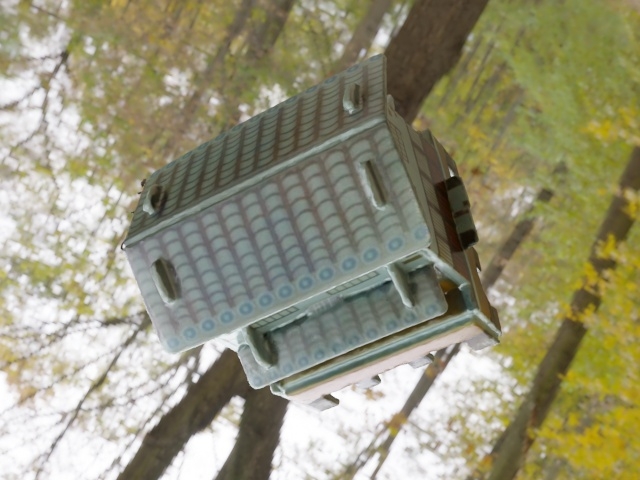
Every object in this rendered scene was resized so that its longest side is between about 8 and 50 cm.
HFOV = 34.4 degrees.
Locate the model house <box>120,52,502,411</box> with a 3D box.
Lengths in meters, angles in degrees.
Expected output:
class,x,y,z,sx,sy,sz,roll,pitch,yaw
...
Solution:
class,x,y,z,sx,sy,sz,roll,pitch,yaw
model house,0.000,0.000,0.800,0.215,0.224,0.198,38,-145,-51
